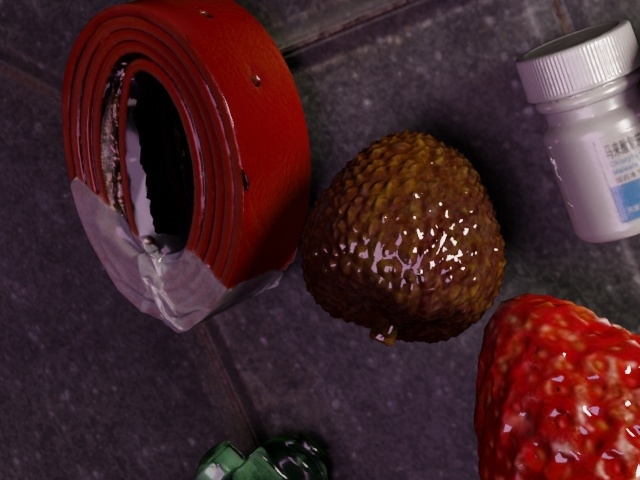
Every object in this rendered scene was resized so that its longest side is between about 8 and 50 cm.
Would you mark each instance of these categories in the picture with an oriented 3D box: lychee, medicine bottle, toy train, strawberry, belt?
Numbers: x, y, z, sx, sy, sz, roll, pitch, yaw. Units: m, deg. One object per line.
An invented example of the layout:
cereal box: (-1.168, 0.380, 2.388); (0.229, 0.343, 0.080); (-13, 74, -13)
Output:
lychee: (0.074, 0.005, 1.439); (0.194, 0.194, 0.194); (10, 114, 24)
medicine bottle: (0.238, -0.091, 1.359); (0.105, 0.105, 0.168); (-15, 102, 31)
toy train: (-0.037, 0.328, 1.648); (0.266, 0.145, 0.202); (43, 126, 7)
strawberry: (0.244, 0.220, 1.380); (0.310, 0.292, 0.291); (23, 119, 10)
belt: (-0.126, -0.071, 1.533); (0.227, 0.115, 0.323); (3, 108, 38)

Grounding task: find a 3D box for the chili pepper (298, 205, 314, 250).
chili pepper: (0.001, 0.000, 1.558); (0.153, 0.041, 0.050); (37, 103, 29)
